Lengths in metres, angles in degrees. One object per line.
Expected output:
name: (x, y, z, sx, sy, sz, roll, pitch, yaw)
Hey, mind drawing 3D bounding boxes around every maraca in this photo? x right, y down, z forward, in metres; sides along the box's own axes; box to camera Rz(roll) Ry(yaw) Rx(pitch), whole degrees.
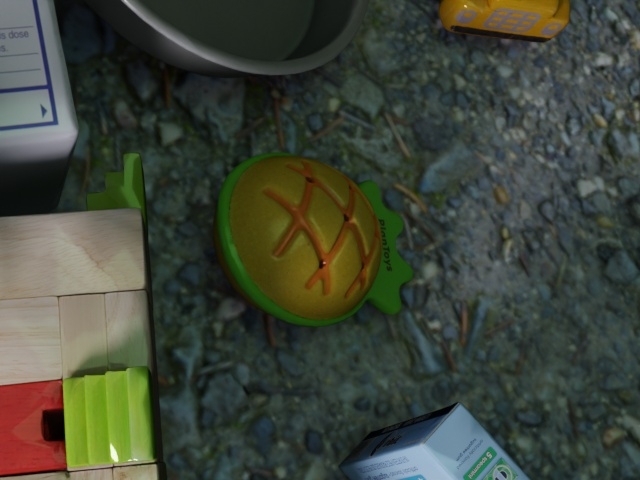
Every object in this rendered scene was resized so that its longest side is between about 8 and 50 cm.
maraca: (0.000, 0.000, 0.751, 0.186, 0.099, 0.127, 5, 72, -44)

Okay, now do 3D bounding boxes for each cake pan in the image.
cake pan: (-0.087, -0.246, 0.770, 0.293, 0.054, 0.293, 18, 60, -36)

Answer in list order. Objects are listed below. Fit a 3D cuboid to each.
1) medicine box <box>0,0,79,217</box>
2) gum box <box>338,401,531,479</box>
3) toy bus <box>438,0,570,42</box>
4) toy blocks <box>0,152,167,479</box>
medicine box: (-0.313, -0.156, 0.662, 0.263, 0.149, 0.289, -8, 76, -21)
gum box: (0.109, 0.196, 0.688, 0.184, 0.157, 0.041, 47, 66, 0)
toy bus: (0.158, -0.341, 0.890, 0.108, 0.130, 0.332, 4, 72, -17)
toy blocks: (-0.221, 0.139, 0.601, 0.261, 0.191, 0.381, -4, 79, -7)
